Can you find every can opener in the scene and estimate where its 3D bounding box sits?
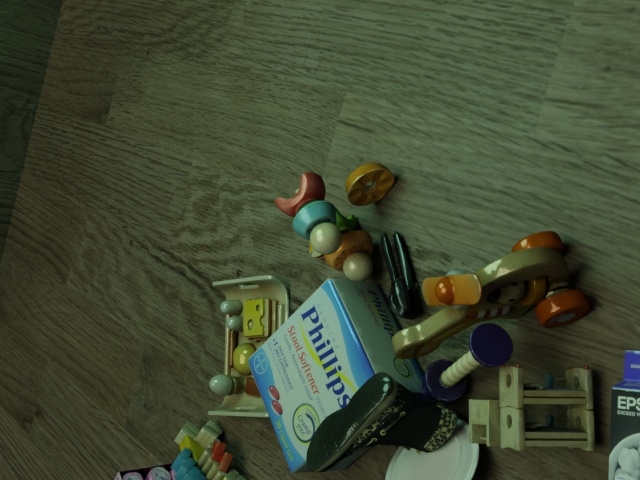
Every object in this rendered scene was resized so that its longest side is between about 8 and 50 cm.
[{"bbox_3d":[0.154,0.065,1.684,0.073,0.059,0.186,115,153,-56],"label":"can opener"}]

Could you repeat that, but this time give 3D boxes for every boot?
[{"bbox_3d":[0.104,0.341,1.525,0.236,0.179,0.085,-49,30,24],"label":"boot"}]

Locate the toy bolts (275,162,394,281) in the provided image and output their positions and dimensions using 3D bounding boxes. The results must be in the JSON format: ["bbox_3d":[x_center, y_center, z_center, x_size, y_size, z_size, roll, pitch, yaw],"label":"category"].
[{"bbox_3d":[0.051,-0.037,1.691,0.218,0.228,0.158,-45,52,23],"label":"toy bolts"}]

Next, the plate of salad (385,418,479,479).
[{"bbox_3d":[0.198,0.401,1.545,0.200,0.048,0.200,-34,29,22],"label":"plate of salad"}]

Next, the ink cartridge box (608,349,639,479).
[{"bbox_3d":[0.517,0.264,1.263,0.206,0.045,0.208,-4,79,47],"label":"ink cartridge box"}]

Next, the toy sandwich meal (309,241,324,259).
[{"bbox_3d":[0.000,0.000,1.875,0.085,0.029,0.085,-10,76,46],"label":"toy sandwich meal"}]

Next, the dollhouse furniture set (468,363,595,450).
[{"bbox_3d":[0.335,0.268,1.427,0.184,0.129,0.129,146,126,-73],"label":"dollhouse furniture set"}]

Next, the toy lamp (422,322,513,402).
[{"bbox_3d":[0.233,0.214,1.477,0.274,0.080,0.080,114,146,-62],"label":"toy lamp"}]

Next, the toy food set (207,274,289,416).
[{"bbox_3d":[-0.174,0.237,1.974,0.220,0.092,0.306,-10,76,46],"label":"toy food set"}]

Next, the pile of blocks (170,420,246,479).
[{"bbox_3d":[-0.238,0.527,1.950,0.112,0.149,0.362,-57,47,24],"label":"pile of blocks"}]

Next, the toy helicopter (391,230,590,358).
[{"bbox_3d":[0.240,0.111,1.446,0.355,0.235,0.140,-38,58,37],"label":"toy helicopter"}]

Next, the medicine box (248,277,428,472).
[{"bbox_3d":[0.030,0.263,1.709,0.289,0.149,0.263,-48,52,31],"label":"medicine box"}]

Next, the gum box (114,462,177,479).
[{"bbox_3d":[-0.398,0.588,2.088,0.062,0.188,0.107,57,131,35],"label":"gum box"}]
